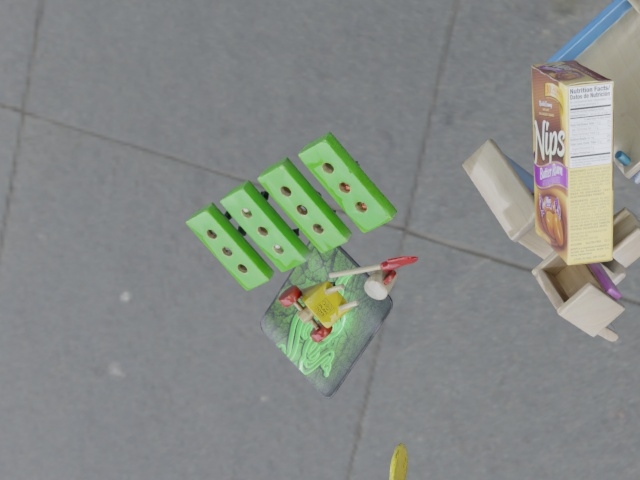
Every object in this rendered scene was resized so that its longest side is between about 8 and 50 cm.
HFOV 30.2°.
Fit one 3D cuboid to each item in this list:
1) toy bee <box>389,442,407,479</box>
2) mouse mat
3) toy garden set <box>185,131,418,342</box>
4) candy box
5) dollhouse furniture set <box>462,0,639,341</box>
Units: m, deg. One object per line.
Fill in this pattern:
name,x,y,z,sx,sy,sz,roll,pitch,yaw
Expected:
toy bee,0.028,0.293,1.084,0.298,0.162,0.195,-8,73,-10
mouse mat,0.004,0.099,1.576,0.152,0.007,0.189,45,123,22
toy garden set,0.000,0.000,1.285,0.244,0.049,0.204,-26,111,44
candy box,0.255,-0.081,1.207,0.053,0.109,0.186,-6,109,-7
dollhouse furniture set,0.369,-0.077,1.338,0.303,0.198,0.286,-44,44,19
